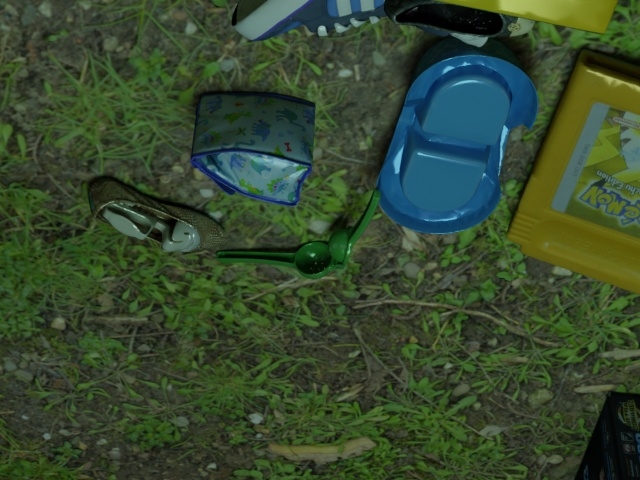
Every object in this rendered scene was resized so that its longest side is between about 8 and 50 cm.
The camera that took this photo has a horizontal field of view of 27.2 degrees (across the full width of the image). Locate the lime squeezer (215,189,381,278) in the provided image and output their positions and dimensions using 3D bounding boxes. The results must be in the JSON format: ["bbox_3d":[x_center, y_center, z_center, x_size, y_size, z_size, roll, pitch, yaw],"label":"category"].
[{"bbox_3d":[0.000,0.000,1.841,0.310,0.059,0.110,-20,122,40],"label":"lime squeezer"}]

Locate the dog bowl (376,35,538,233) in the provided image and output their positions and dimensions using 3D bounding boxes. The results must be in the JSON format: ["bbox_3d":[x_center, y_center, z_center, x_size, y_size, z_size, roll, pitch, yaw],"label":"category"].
[{"bbox_3d":[0.171,-0.138,1.702,0.165,0.074,0.297,10,132,-8],"label":"dog bowl"}]

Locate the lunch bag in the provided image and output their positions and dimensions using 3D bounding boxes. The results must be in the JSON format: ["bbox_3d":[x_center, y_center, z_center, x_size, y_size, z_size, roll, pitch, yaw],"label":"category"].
[{"bbox_3d":[-0.089,-0.124,1.687,0.151,0.129,0.096,14,132,-12],"label":"lunch bag"}]

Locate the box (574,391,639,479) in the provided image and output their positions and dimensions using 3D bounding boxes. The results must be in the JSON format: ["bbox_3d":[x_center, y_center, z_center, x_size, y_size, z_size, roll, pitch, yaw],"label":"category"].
[{"bbox_3d":[0.470,0.446,2.094,0.073,0.296,0.293,6,134,-3],"label":"box"}]

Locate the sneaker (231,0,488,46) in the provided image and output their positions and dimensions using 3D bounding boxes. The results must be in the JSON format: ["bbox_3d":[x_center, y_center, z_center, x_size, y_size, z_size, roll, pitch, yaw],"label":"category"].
[{"bbox_3d":[0.084,-0.275,1.534,0.322,0.130,0.236,-35,120,23],"label":"sneaker"}]

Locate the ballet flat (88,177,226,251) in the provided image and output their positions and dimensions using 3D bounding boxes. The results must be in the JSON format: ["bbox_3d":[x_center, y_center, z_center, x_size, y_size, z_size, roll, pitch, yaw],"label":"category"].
[{"bbox_3d":[-0.229,-0.019,1.834,0.206,0.067,0.073,20,131,-17],"label":"ballet flat"}]

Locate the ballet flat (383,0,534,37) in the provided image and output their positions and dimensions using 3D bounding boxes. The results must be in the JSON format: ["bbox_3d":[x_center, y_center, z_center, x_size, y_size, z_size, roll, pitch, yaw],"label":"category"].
[{"bbox_3d":[0.153,-0.244,1.458,0.173,0.049,0.057,5,137,-9],"label":"ballet flat"}]

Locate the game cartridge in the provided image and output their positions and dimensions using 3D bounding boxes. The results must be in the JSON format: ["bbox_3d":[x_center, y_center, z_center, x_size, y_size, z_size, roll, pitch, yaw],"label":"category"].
[{"bbox_3d":[0.420,-0.068,1.728,0.285,0.053,0.324,19,130,4],"label":"game cartridge"}]

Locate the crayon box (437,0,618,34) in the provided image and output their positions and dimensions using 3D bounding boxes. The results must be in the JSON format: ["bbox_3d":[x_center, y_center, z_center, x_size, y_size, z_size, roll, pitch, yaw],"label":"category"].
[{"bbox_3d":[0.183,-0.410,1.298,0.313,0.106,0.363,11,125,-5],"label":"crayon box"}]
